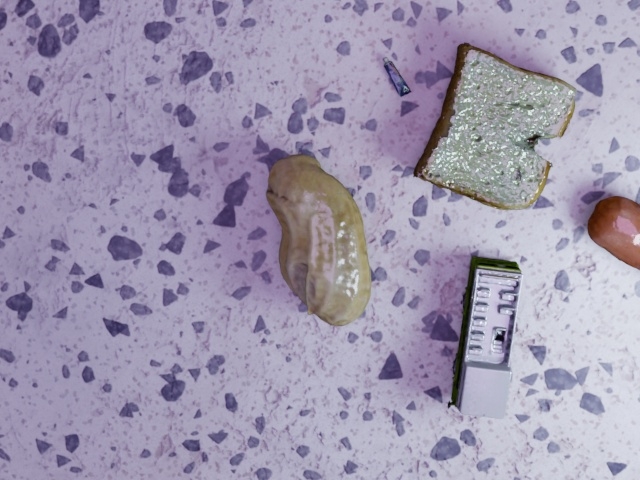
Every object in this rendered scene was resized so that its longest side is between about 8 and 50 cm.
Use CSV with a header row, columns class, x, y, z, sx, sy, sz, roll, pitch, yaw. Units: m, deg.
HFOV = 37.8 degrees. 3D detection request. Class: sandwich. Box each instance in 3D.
class,x,y,z,sx,sy,sz,roll,pitch,yaw
sandwich,0.334,-0.205,1.773,0.249,0.095,0.273,19,99,-3

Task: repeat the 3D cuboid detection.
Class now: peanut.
class,x,y,z,sx,sy,sz,roll,pitch,yaw
peanut,0.006,-0.001,1.800,0.174,0.158,0.339,-3,96,34

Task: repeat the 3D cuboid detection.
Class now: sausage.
class,x,y,z,sx,sy,sz,roll,pitch,yaw
sausage,0.628,0.008,1.782,0.259,0.113,0.113,33,100,-3

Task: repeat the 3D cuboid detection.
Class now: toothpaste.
class,x,y,z,sx,sy,sz,roll,pitch,yaw
toothpaste,0.145,-0.317,1.804,0.027,0.019,0.083,-33,97,-16

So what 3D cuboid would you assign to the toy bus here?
class,x,y,z,sx,sy,sz,roll,pitch,yaw
toy bus,0.322,0.190,1.814,0.113,0.139,0.301,6,98,0
